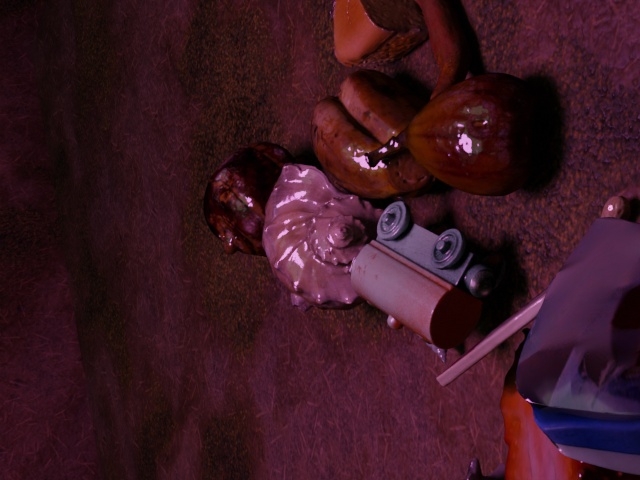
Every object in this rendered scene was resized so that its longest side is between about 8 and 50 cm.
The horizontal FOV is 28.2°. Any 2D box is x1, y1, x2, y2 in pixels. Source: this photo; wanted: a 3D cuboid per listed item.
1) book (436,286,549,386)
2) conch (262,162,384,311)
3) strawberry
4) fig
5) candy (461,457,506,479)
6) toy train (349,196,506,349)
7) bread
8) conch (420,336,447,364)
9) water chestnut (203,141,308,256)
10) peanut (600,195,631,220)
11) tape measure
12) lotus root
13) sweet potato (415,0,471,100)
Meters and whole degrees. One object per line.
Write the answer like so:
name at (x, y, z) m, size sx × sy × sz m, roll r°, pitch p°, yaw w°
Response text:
book at (0.261, 0.098, 1.633) m, size 0.022 × 0.162 × 0.232 m, roll 51°, pitch 129°, yaw 7°
conch at (-0.008, 0.005, 2.115) m, size 0.263 × 0.186 × 0.324 m, roll 55°, pitch 155°, yaw 5°
strawberry at (0.328, 0.260, 1.573) m, size 0.265 × 0.149 × 0.336 m, roll 104°, pitch 163°, yaw -50°
fig at (0.183, -0.139, 1.796) m, size 0.274 × 0.145 × 0.170 m, roll -6°, pitch 87°, yaw 36°
candy at (0.243, 0.424, 1.727) m, size 0.195 × 0.137 × 0.185 m, roll 65°, pitch 144°, yaw 37°
toy train at (0.150, 0.053, 1.878) m, size 0.177 × 0.116 × 0.285 m, roll -60°, pitch 33°, yaw 1°
bread at (0.087, -0.374, 2.046) m, size 0.169 × 0.140 × 0.160 m, roll -32°, pitch 68°, yaw 60°
conch at (0.176, 0.116, 1.955) m, size 0.065 × 0.088 × 0.180 m, roll -19°, pitch 53°, yaw 15°
water chestnut at (-0.096, -0.079, 2.347) m, size 0.223 × 0.238 × 0.223 m, roll 38°, pitch 149°, yaw 28°
peanut at (0.364, -0.022, 1.601) m, size 0.083 × 0.037 × 0.037 m, roll -63°, pitch 37°, yaw 41°
tape measure at (0.372, 0.121, 1.368) m, size 0.262 × 0.138 × 0.259 m, roll 6°, pitch 56°, yaw 42°
lotus root at (0.086, -0.158, 1.997) m, size 0.291 × 0.193 × 0.193 m, roll 49°, pitch 132°, yaw 53°
sweet potato at (0.187, -0.292, 1.906) m, size 0.058 × 0.078 × 0.255 m, roll 122°, pitch 151°, yaw -48°
